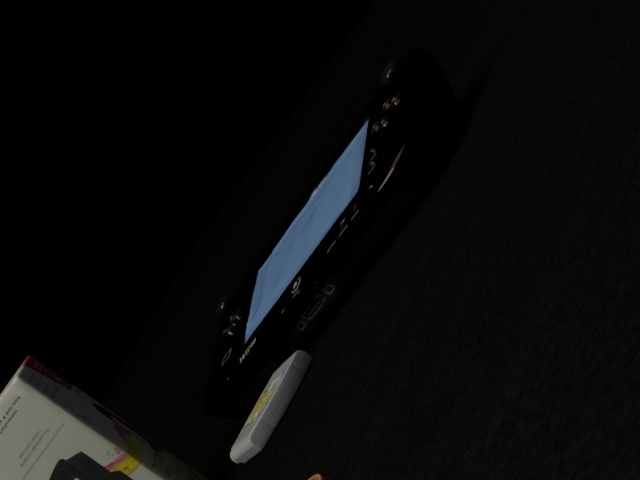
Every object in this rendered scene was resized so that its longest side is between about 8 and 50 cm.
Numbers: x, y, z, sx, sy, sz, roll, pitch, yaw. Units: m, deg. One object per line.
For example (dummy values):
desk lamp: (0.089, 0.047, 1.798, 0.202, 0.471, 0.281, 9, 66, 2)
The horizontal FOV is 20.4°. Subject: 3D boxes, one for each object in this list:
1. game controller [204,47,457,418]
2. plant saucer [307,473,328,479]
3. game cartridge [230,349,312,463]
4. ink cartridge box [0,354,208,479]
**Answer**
game controller: (0.000, 0.000, 1.357, 0.319, 0.067, 0.166, -54, 7, 33)
plant saucer: (-0.017, 0.160, 0.921, 0.083, 0.013, 0.083, -56, 5, 8)
game cartridge: (-0.035, 0.118, 1.272, 0.083, 0.017, 0.056, -61, 11, -29)
ink cartridge box: (-0.170, 0.170, 1.329, 0.072, 0.175, 0.127, -55, 6, 0)
